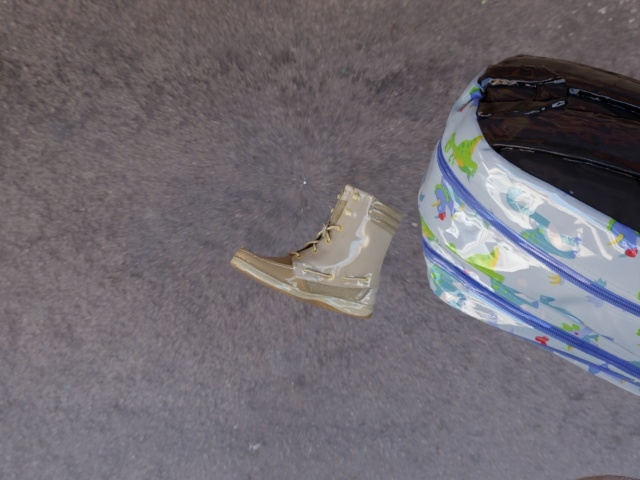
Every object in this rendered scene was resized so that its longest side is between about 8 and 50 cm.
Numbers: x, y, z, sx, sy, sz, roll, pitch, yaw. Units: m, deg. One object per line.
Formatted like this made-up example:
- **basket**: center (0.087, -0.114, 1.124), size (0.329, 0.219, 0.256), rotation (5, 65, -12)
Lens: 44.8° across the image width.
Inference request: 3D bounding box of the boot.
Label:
- **boot**: center (0.000, 0.000, 1.260), size (0.262, 0.095, 0.203), rotation (20, 90, -22)

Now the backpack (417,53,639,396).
- **backpack**: center (0.260, -0.014, 0.663), size (0.355, 0.290, 0.273), rotation (32, 137, -5)

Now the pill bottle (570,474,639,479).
- **pill bottle**: center (0.116, 0.322, 0.431), size (0.210, 0.210, 0.363), rotation (25, 119, -3)
